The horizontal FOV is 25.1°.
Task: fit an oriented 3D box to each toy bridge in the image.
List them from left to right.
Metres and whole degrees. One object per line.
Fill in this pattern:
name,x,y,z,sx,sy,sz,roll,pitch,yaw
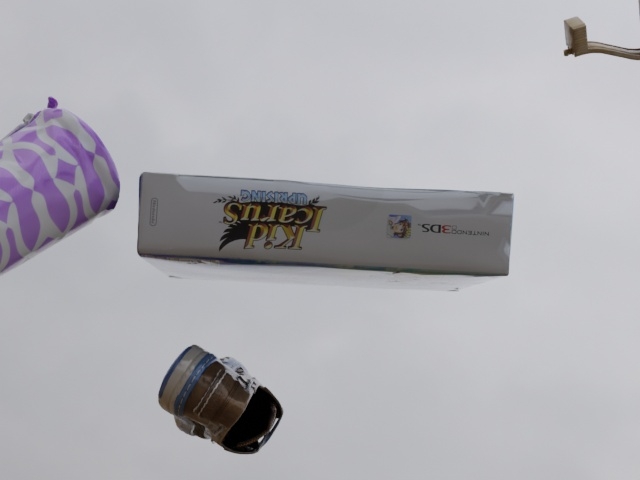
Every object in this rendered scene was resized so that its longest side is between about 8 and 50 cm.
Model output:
toy bridge,0.330,-0.213,1.434,0.026,0.188,0.063,-116,-170,-55

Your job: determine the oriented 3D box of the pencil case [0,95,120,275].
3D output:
pencil case,-0.224,-0.014,0.908,0.088,0.206,0.086,57,-32,-1

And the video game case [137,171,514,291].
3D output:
video game case,0.000,0.000,1.055,0.244,0.061,0.269,2,-4,-1

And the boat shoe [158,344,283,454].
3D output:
boat shoe,-0.066,0.125,1.043,0.066,0.066,0.183,32,-3,13
